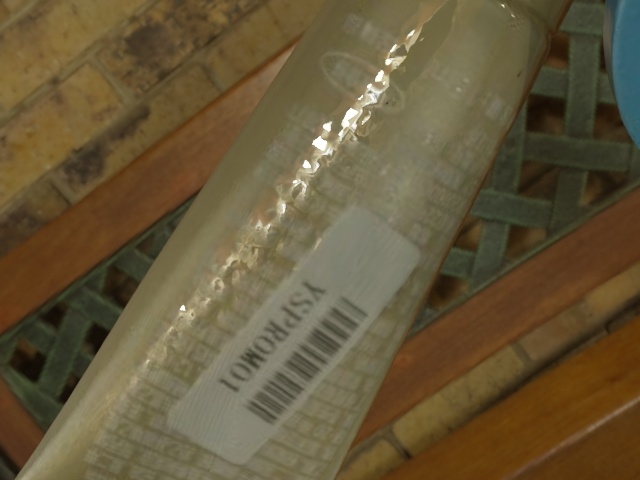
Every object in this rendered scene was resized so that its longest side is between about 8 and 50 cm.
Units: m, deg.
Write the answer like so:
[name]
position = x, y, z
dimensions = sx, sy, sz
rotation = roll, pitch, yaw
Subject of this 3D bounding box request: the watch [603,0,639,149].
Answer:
[watch]
position = 0.188, -0.082, 0.274
dimensions = 0.211, 0.211, 0.193
rotation = -32, 30, 14

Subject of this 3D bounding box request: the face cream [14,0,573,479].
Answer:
[face cream]
position = 0.000, 0.000, 0.397
dimensions = 0.341, 0.137, 0.084
rotation = -61, 21, 5
